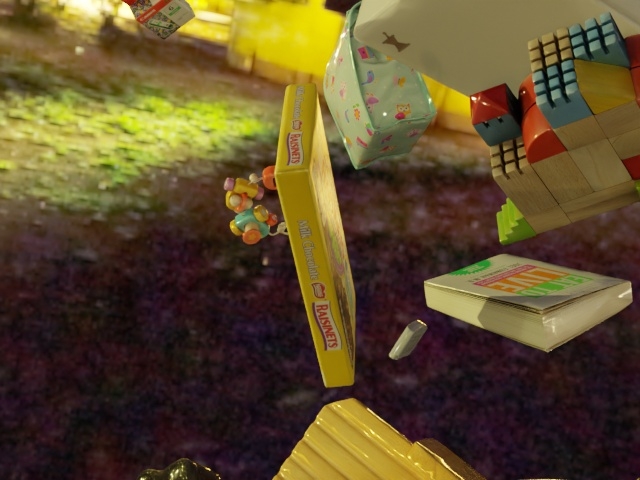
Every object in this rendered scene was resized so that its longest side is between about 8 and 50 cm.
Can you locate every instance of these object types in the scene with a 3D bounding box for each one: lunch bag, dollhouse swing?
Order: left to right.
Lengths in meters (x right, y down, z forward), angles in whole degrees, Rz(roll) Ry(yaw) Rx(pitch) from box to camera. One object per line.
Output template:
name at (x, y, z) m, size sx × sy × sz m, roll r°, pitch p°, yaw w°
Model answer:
dollhouse swing at (0.035, 0.432, 1.588) m, size 0.305 × 0.346 × 0.315 m, roll 35°, pitch 1°, yaw 17°
lunch bag at (0.101, -0.302, 1.953) m, size 0.160 × 0.262 × 0.223 m, roll -16°, pitch -14°, yaw -13°

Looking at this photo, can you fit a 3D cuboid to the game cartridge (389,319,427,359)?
game cartridge at (0.123, 0.136, 1.390) m, size 0.017 × 0.056 × 0.083 m, roll 39°, pitch 11°, yaw 15°

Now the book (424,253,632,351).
book at (0.167, 0.044, 0.827) m, size 0.096 × 0.035 × 0.144 m, roll -18°, pitch 17°, yaw -29°

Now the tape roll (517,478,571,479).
tape roll at (0.312, 0.420, 1.290) m, size 0.246 × 0.169 × 0.246 m, roll 1°, pitch 4°, yaw 0°

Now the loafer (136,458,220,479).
loafer at (-0.228, 0.397, 1.571) m, size 0.078 × 0.080 × 0.220 m, roll 20°, pitch -29°, yaw -28°

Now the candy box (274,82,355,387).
candy box at (0.000, 0.000, 0.733) m, size 0.027 × 0.205 × 0.105 m, roll -7°, pitch 40°, yaw 6°

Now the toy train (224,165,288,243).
toy train at (-0.077, -0.048, 1.475) m, size 0.125 × 0.166 × 0.046 m, roll -2°, pitch 49°, yaw -3°

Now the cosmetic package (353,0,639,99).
cosmetic package at (0.296, -0.437, 1.421) m, size 0.328 × 0.393 × 0.329 m, roll 24°, pitch -22°, yaw -20°

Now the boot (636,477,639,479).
boot at (0.316, 0.444, 1.045) m, size 0.260 × 0.347 × 0.131 m, roll -19°, pitch 3°, yaw -14°

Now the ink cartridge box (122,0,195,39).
ink cartridge box at (-0.235, -0.335, 1.444) m, size 0.029 × 0.063 × 0.115 m, roll 62°, pitch 15°, yaw 21°

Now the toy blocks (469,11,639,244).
toy blocks at (0.334, -0.150, 1.184) m, size 0.382 × 0.190 × 0.261 m, roll -19°, pitch -39°, yaw 27°
